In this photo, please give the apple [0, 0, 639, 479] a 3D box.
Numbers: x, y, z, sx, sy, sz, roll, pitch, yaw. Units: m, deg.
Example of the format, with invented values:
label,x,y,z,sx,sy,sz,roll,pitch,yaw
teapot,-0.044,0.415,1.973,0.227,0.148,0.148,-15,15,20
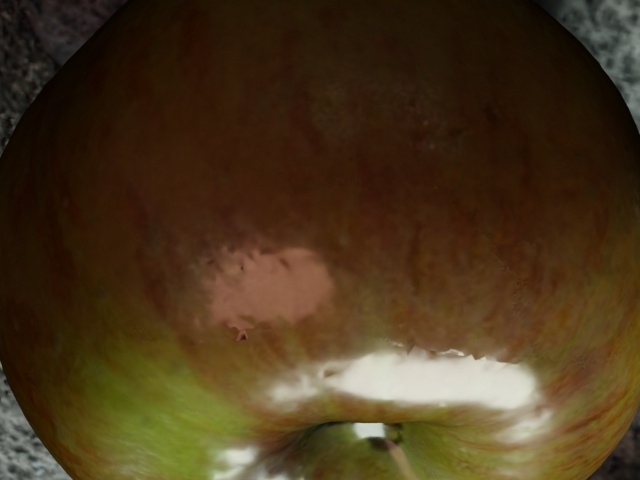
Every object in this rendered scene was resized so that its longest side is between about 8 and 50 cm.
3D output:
label,x,y,z,sx,sy,sz,roll,pitch,yaw
apple,0.000,0.000,1.094,0.400,0.333,0.400,-8,144,-6
